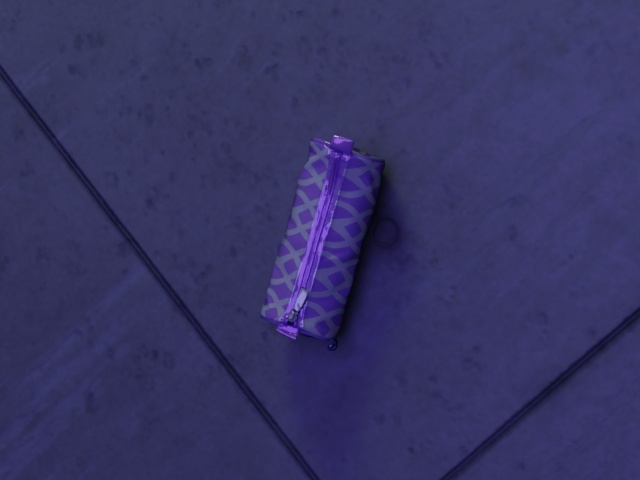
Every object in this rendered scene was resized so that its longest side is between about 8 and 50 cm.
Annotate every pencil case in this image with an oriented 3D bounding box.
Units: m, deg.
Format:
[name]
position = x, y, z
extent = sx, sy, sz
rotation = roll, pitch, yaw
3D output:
[pencil case]
position = 0.000, 0.000, 1.426
extent = 0.086, 0.088, 0.206
rotation = 15, 92, 19
